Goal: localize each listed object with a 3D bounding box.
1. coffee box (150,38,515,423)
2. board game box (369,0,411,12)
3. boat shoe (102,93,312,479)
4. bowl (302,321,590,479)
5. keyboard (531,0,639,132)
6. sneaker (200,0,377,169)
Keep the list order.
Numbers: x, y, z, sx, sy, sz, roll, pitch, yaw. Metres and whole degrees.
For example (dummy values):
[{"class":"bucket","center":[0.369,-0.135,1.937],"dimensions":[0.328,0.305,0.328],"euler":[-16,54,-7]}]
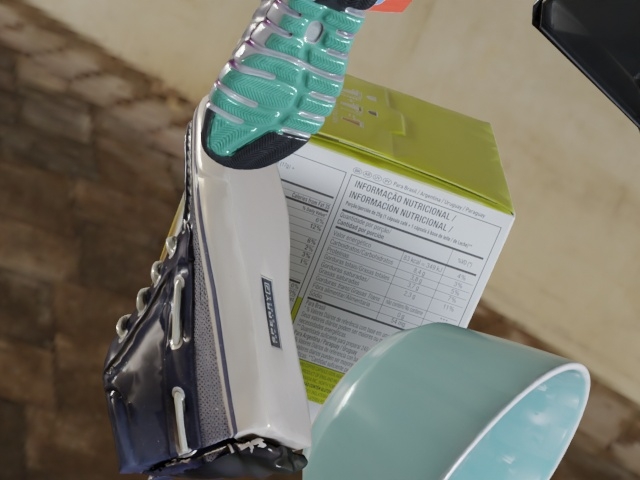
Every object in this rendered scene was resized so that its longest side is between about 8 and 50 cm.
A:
[{"class":"coffee box","center":[0.000,0.000,1.915],"dimensions":[0.338,0.334,0.337],"euler":[19,20,-6]},{"class":"board game box","center":[0.097,-0.393,1.546],"dimensions":[0.064,0.316,0.242],"euler":[2,70,-21]},{"class":"boat shoe","center":[-0.113,0.043,1.387],"dimensions":[0.127,0.158,0.340],"euler":[37,42,-58]},{"class":"bowl","center":[0.099,0.200,1.566],"dimensions":[0.163,0.311,0.311],"euler":[37,28,24]},{"class":"keyboard","center":[0.186,-0.119,0.684],"dimensions":[0.108,0.180,0.023],"euler":[44,23,-6]},{"class":"sneaker","center":[-0.015,-0.152,1.166],"dimensions":[0.083,0.223,0.098],"euler":[23,33,-19]}]
